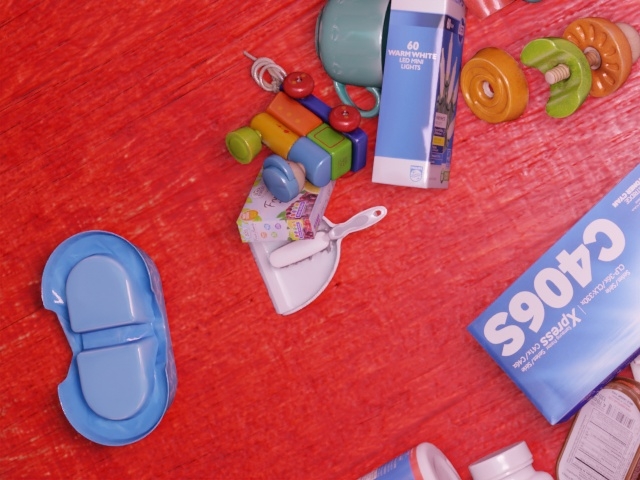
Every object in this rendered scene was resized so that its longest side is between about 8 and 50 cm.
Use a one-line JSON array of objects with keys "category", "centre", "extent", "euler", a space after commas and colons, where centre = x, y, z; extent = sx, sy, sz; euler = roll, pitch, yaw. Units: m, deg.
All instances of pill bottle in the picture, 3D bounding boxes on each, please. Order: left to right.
[{"category": "pill bottle", "centre": [0.077, 0.367, 1.979], "extent": [0.221, 0.124, 0.124], "euler": [-33, 82, 15]}, {"category": "pill bottle", "centre": [0.262, 0.354, 1.932], "extent": [0.108, 0.108, 0.180], "euler": [-27, 84, 16]}]

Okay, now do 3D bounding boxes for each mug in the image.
[{"category": "mug", "centre": [0.047, -0.253, 1.958], "extent": [0.097, 0.129, 0.157], "euler": [7, 65, 18]}]

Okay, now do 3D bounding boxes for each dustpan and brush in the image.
[{"category": "dustpan and brush", "centre": [0.000, 0.000, 2.023], "extent": [0.211, 0.060, 0.147], "euler": [-24, 85, 16]}]

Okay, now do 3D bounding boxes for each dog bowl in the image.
[{"category": "dog bowl", "centre": [-0.286, 0.132, 2.107], "extent": [0.166, 0.074, 0.297], "euler": [-10, 89, 17]}]

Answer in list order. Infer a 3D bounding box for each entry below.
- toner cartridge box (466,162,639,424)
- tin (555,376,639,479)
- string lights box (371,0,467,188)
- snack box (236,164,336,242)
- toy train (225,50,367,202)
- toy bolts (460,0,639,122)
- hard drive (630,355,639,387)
[{"category": "toner cartridge box", "centre": [0.359, 0.049, 1.840], "extent": [0.348, 0.075, 0.165], "euler": [-45, 74, 12]}, {"category": "tin", "centre": [0.359, 0.260, 1.905], "extent": [0.106, 0.040, 0.189], "euler": [35, 119, 36]}, {"category": "string lights box", "centre": [0.129, -0.198, 1.940], "extent": [0.077, 0.133, 0.259], "euler": [7, 94, 16]}, {"category": "snack box", "centre": [-0.043, -0.052, 1.996], "extent": [0.100, 0.141, 0.037], "euler": [-4, 124, 17]}, {"category": "toy train", "centre": [-0.068, -0.152, 1.986], "extent": [0.248, 0.143, 0.105], "euler": [38, 146, 28]}, {"category": "toy bolts", "centre": [0.279, -0.274, 1.921], "extent": [0.218, 0.158, 0.228], "euler": [-18, 98, 56]}, {"category": "hard drive", "centre": [0.492, 0.101, 1.879], "extent": [0.237, 0.064, 0.339], "euler": [-16, 88, 17]}]
